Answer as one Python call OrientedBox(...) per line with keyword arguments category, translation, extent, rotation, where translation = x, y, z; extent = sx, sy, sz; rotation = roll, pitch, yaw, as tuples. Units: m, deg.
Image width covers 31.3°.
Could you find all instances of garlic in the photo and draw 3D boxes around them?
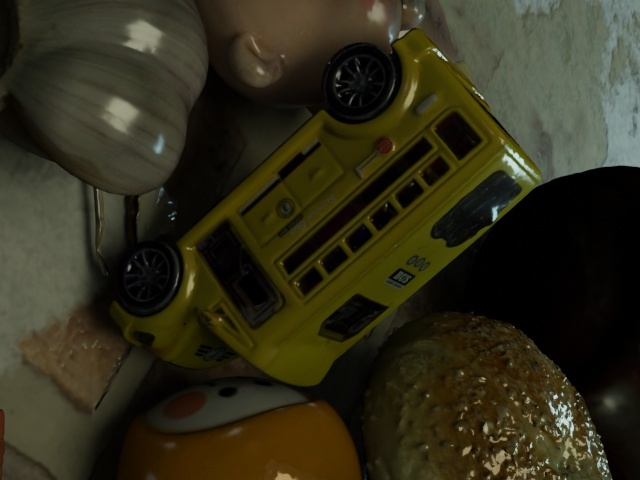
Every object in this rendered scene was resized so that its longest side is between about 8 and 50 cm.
OrientedBox(category="garlic", translation=(-0.194, -0.088, 0.805), extent=(0.207, 0.207, 0.256), rotation=(-18, 141, -46))

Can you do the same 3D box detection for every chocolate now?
OrientedBox(category="chocolate", translation=(0.337, 0.088, 1.228), extent=(0.331, 0.384, 0.383), rotation=(45, 60, -41))

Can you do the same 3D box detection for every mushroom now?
OrientedBox(category="mushroom", translation=(-0.139, -0.025, 0.940), extent=(0.049, 0.019, 0.101), rotation=(11, 87, -47))

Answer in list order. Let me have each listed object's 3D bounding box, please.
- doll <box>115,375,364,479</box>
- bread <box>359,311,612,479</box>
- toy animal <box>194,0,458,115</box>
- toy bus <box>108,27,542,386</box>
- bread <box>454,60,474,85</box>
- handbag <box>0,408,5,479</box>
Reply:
OrientedBox(category="doll", translation=(-0.043, 0.214, 0.902), extent=(0.213, 0.236, 0.213), rotation=(-7, 101, -41))
OrientedBox(category="bread", translation=(0.158, 0.203, 1.001), extent=(0.305, 0.159, 0.305), rotation=(37, 42, -43))
OrientedBox(category="toy animal", translation=(0.003, -0.195, 0.973), extent=(0.221, 0.230, 0.210), rotation=(90, -19, -63))
OrientedBox(category="toy bus", translation=(0.000, 0.000, 0.883), extent=(0.331, 0.151, 0.145), rotation=(-42, 154, 12))
OrientedBox(category="bread", translation=(0.088, -0.112, 1.157), extent=(0.178, 0.060, 0.139), rotation=(-9, 98, -47))
OrientedBox(category="handbag", translation=(-0.300, 0.176, 0.744), extent=(0.190, 0.063, 0.127), rotation=(3, 90, -46))
